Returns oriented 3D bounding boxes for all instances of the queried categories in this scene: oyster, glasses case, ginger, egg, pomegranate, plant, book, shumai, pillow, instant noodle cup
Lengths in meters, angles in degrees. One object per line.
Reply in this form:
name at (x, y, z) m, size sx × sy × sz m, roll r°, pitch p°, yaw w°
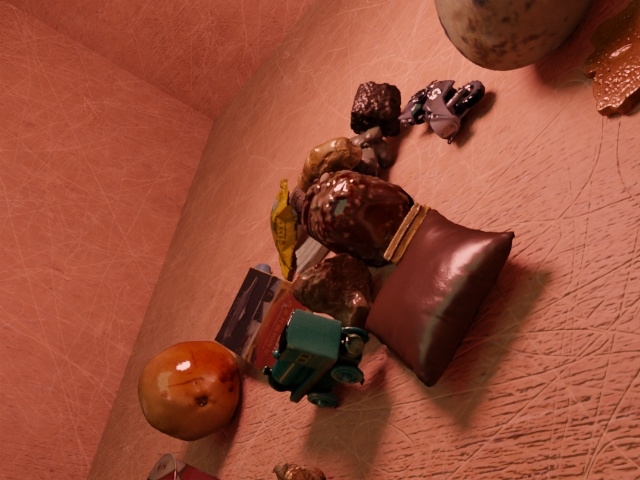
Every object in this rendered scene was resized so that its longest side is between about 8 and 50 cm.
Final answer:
oyster at (-0.055, 0.541, 1.320) m, size 0.232 × 0.107 × 0.161 m, roll 116°, pitch 159°, yaw -47°
glasses case at (0.001, -0.148, 1.928) m, size 0.355 × 0.085 × 0.137 m, roll -26°, pitch 48°, yaw 53°
ginger at (0.015, -0.203, 1.703) m, size 0.109 × 0.116 × 0.263 m, roll 65°, pitch 151°, yaw 7°
egg at (0.393, -0.555, 1.260) m, size 0.345 × 0.345 × 0.428 m, roll 17°, pitch 88°, yaw 66°
pomegranate at (-0.382, 0.439, 1.841) m, size 0.319 × 0.319 × 0.319 m, roll -45°, pitch 29°, yaw 34°
plant at (0.139, -0.294, 1.722) m, size 0.146 × 0.149 × 0.274 m, roll 24°, pitch -104°, yaw -71°
book at (-0.168, 0.233, 1.846) m, size 0.374 × 0.028 × 0.262 m, roll 15°, pitch 77°, yaw 53°
shumai at (0.048, 0.139, 1.437) m, size 0.166 × 0.206 × 0.175 m, roll -52°, pitch 46°, yaw 35°
pillow at (0.217, 0.093, 1.204) m, size 0.305 × 0.108 × 0.308 m, roll -60°, pitch 20°, yaw 1°
instant noodle cup at (-0.362, 0.700, 1.638) m, size 0.235 × 0.178 × 0.234 m, roll -44°, pitch 30°, yaw 34°

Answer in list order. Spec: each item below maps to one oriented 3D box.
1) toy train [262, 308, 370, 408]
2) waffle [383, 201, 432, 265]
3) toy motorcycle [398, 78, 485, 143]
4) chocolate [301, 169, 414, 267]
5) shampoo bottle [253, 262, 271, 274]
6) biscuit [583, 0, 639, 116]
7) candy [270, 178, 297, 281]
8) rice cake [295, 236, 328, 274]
toy train at (-0.018, 0.264, 1.350) m, size 0.298 × 0.194 × 0.120 m, roll 121°, pitch 163°, yaw -52°
waffle at (0.196, -0.014, 1.388) m, size 0.148 × 0.042 × 0.102 m, roll -61°, pitch -13°, yaw 5°
toy motorcycle at (0.283, -0.315, 1.526) m, size 0.159 × 0.106 × 0.270 m, roll -60°, pitch 27°, yaw -11°
chocolate at (0.068, -0.071, 1.564) m, size 0.225 × 0.210 × 0.340 m, roll -65°, pitch 24°, yaw -2°
shampoo bottle at (-0.207, 0.196, 2.014) m, size 0.104 × 0.061 × 0.258 m, roll -44°, pitch 30°, yaw 34°
biscuit at (0.540, -0.321, 1.097) m, size 0.166 × 0.036 × 0.225 m, roll -34°, pitch 39°, yaw 48°
candy at (-0.115, -0.036, 1.942) m, size 0.187 × 0.081 × 0.297 m, roll -120°, pitch 32°, yaw -66°
rice cake at (0.000, 0.000, 1.833) m, size 0.211 × 0.038 × 0.124 m, roll -49°, pitch 27°, yaw 28°
